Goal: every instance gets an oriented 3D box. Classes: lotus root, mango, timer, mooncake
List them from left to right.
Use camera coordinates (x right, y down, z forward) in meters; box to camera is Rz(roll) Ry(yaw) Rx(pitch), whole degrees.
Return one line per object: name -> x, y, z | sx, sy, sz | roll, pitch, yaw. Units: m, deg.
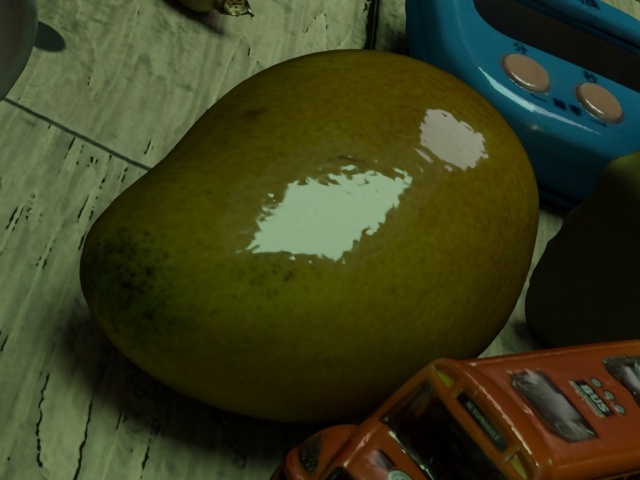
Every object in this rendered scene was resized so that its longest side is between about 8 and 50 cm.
lotus root -> -0.120, -0.257, 1.758 | 0.150, 0.062, 0.073 | 43, 30, 23
mango -> 0.000, 0.000, 1.316 | 0.264, 0.221, 0.378 | 47, 41, 17
timer -> 0.243, -0.150, 1.887 | 0.340, 0.115, 0.309 | 20, 35, -20
mooncake -> 0.375, -0.043, 1.603 | 0.393, 0.246, 0.394 | 8, 52, -18

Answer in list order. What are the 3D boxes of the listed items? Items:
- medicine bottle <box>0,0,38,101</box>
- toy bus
medicine bottle -> -0.359, -0.252, 1.352 | 0.219, 0.219, 0.388 | 5, 39, -40
toy bus -> 0.127, 0.155, 1.253 | 0.329, 0.153, 0.143 | -2, 45, -47
